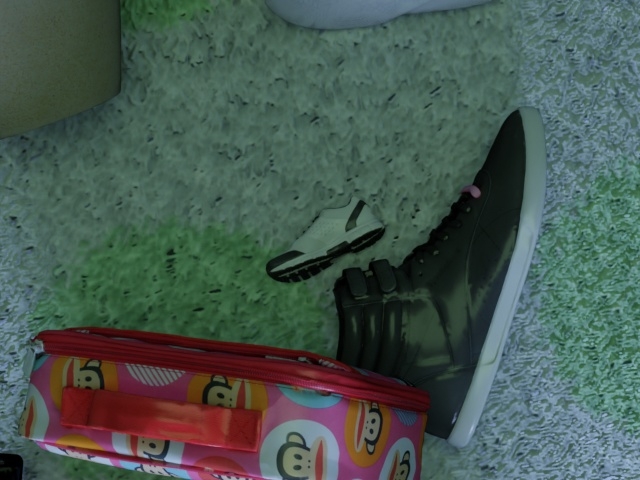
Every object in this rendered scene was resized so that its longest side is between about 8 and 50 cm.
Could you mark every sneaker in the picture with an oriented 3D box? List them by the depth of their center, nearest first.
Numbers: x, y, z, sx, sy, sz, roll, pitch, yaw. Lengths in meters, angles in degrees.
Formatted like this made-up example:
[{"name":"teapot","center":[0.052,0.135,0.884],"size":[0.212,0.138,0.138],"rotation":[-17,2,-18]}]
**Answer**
[{"name":"sneaker","center":[0.094,0.015,1.528],"size":[0.147,0.104,0.295],"rotation":[16,90,-4]},{"name":"sneaker","center":[0.000,0.000,1.569],"size":[0.109,0.040,0.043],"rotation":[-26,70,-6]},{"name":"sneaker","center":[0.052,-0.243,1.575],"size":[0.212,0.080,0.094],"rotation":[-8,74,-8]}]

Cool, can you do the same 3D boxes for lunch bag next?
[{"name":"lunch bag","center":[-0.084,0.138,1.410],"size":[0.293,0.258,0.120],"rotation":[6,84,27]}]

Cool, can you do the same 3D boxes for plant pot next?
[{"name":"plant pot","center":[-0.272,-0.230,1.500],"size":[0.256,0.256,0.274],"rotation":[-19,102,-2]}]

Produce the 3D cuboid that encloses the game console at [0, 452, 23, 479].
[{"name":"game console","center":[-0.214,0.290,1.524],"size":[0.361,0.044,0.213],"rotation":[6,101,-8]}]
